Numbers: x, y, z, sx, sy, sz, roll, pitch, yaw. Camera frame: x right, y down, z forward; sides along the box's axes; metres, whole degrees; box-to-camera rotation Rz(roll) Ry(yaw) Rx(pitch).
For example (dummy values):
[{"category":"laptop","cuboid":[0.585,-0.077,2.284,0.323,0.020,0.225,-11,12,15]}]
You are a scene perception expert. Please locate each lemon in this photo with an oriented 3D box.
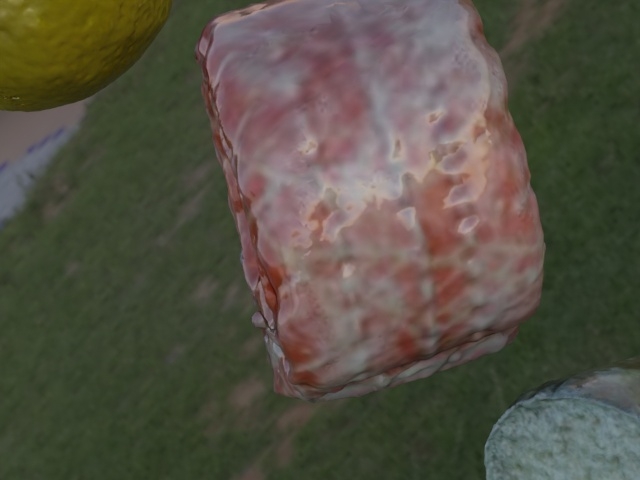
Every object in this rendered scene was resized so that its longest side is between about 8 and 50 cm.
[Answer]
[{"category":"lemon","cuboid":[-0.236,-0.225,1.164,0.267,0.267,0.267,-38,23,20]}]

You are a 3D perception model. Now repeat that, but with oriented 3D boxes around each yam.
[{"category":"yam","cuboid":[0.241,0.100,0.744,0.330,0.133,0.133,-11,-2,-37]}]

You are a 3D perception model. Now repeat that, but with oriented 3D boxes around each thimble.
[{"category":"thimble","cuboid":[0.022,-0.030,0.847,0.162,0.239,0.239,-14,22,-6]}]

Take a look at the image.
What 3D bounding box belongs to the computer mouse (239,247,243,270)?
[{"category":"computer mouse","cuboid":[0.000,-0.005,1.480,0.113,0.068,0.229,12,17,24]}]
